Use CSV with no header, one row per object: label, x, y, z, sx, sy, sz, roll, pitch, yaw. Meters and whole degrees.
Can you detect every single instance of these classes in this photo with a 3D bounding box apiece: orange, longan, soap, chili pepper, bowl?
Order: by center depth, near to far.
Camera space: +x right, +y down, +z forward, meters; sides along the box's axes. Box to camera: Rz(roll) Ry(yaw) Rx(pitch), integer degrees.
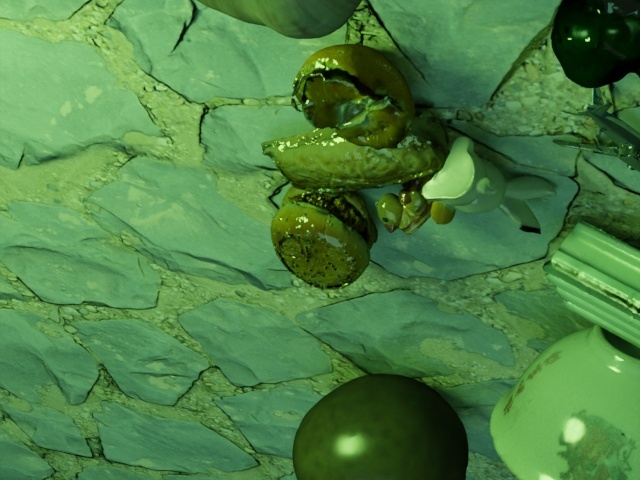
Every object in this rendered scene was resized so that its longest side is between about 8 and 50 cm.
chili pepper,0.334,-0.243,1.300,0.173,0.261,0.165,-8,100,11
orange,0.046,-0.192,1.547,0.160,0.112,0.170,9,164,6
soap,0.443,0.082,1.671,0.261,0.094,0.150,32,168,44
bowl,0.478,0.231,1.787,0.434,0.435,0.196,10,113,11
longan,0.111,0.391,2.187,0.319,0.319,0.319,12,146,8

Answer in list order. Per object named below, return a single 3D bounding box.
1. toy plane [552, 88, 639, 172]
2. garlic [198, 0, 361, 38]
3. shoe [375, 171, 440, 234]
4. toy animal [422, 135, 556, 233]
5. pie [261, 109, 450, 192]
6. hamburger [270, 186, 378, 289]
toy plane,0.404,-0.121,1.529,0.226,0.058,0.226,38,157,-28
garlic,-0.050,-0.361,1.215,0.317,0.259,0.317,8,116,17
shoe,0.133,-0.062,1.728,0.109,0.072,0.069,-36,108,29
toy animal,0.224,-0.057,1.654,0.127,0.131,0.181,35,-169,34
pie,0.046,-0.120,1.690,0.282,0.068,0.128,-6,143,36
hamburger,0.000,0.000,1.842,0.185,0.113,0.177,-15,135,39
